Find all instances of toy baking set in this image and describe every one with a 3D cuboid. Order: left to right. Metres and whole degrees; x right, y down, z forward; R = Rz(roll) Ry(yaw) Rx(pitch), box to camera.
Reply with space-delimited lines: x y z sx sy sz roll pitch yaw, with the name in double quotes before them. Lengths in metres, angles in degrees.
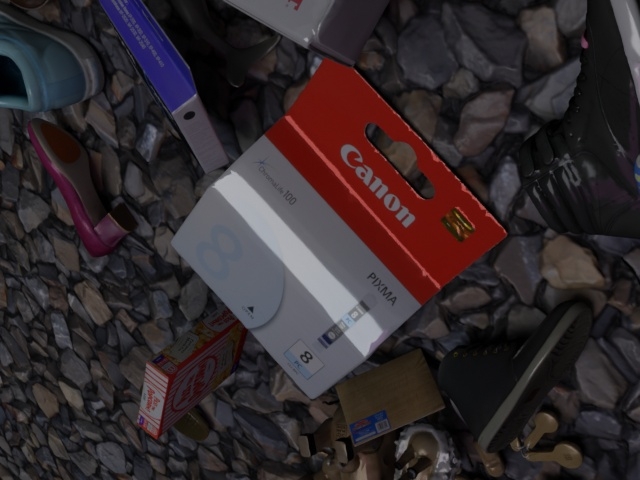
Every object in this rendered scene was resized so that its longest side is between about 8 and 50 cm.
"toy baking set" 0.234 0.278 0.988 0.256 0.030 0.197 16 120 29

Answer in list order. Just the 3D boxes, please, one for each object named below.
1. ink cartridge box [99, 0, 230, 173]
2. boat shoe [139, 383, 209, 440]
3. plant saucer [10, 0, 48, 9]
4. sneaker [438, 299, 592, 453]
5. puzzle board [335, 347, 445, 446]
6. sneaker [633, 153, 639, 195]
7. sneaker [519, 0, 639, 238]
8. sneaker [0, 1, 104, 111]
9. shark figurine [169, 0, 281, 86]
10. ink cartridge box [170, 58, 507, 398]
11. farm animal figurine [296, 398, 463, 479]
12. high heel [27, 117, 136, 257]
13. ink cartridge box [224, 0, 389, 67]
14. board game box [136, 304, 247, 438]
"ink cartridge box" -0.198 -0.209 0.916 0.206 0.045 0.208 54 171 23
"boat shoe" -0.260 0.306 1.368 0.153 0.048 0.056 34 118 9
"plant saucer" -0.435 -0.426 1.090 0.168 0.029 0.169 17 124 27
"sneaker" 0.218 0.135 0.881 0.118 0.083 0.222 49 123 37
"puzzle board" 0.089 0.205 0.976 0.128 0.096 0.011 -25 135 6
"sneaker" 0.345 -0.093 0.596 0.211 0.080 0.081 -45 117 5
"sneaker" 0.245 -0.124 0.694 0.146 0.104 0.296 -7 115 34
"sneaker" -0.511 -0.283 1.145 0.365 0.150 0.135 16 123 29
"shark figurine" -0.175 -0.311 0.904 0.166 0.116 0.278 -8 108 41
"ink cartridge box" 0.000 0.000 0.962 0.308 0.091 0.385 48 134 5
"farm animal figurine" 0.058 0.368 1.087 0.330 0.172 0.327 13 109 38
"high heel" -0.416 -0.083 1.235 0.117 0.082 0.244 -32 107 33
"ink cartridge box" -0.054 -0.345 0.730 0.307 0.129 0.223 34 104 17
"board game box" -0.192 0.193 1.144 0.045 0.193 0.147 33 131 18
